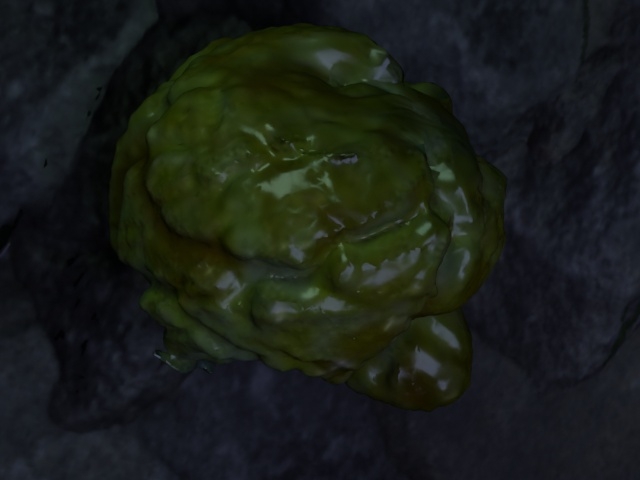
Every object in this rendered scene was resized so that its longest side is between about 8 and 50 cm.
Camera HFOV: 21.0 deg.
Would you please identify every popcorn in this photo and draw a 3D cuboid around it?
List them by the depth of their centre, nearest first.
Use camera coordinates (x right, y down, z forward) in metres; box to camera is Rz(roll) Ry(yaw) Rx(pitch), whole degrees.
[{"bbox_3d":[0.000,0.000,0.850,0.198,0.198,0.212,-44,129,-12],"label":"popcorn"}]
